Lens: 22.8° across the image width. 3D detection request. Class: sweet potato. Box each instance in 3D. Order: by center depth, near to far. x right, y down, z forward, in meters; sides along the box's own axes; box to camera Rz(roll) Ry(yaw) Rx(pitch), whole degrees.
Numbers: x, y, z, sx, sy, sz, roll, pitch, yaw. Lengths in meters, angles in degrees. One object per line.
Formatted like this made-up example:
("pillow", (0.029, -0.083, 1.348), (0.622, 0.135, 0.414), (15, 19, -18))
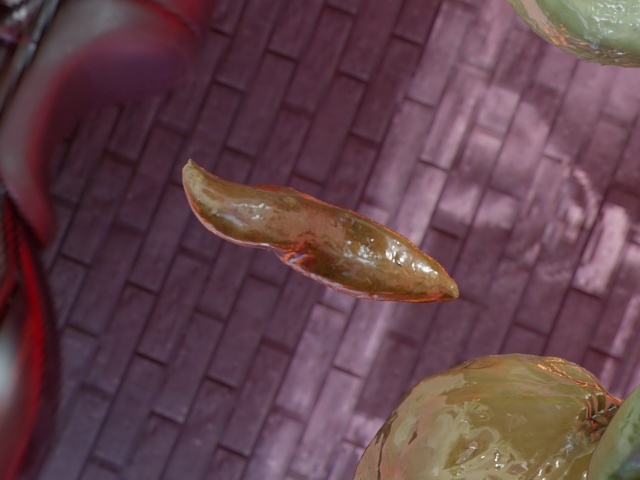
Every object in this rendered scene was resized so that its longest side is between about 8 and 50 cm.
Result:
("sweet potato", (0.000, 0.002, 1.022), (0.058, 0.202, 0.055), (-49, -149, 38))

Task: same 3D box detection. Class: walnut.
("walnut", (0.196, 0.299, 1.609), (0.383, 0.384, 0.383), (22, 90, -82))

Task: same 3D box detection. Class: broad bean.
("broad bean", (0.257, 0.084, 1.081), (0.254, 0.065, 0.046), (-61, 180, 5))

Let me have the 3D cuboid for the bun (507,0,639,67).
("bun", (0.199, -0.196, 0.955), (0.108, 0.221, 0.221), (114, -1, -80))
